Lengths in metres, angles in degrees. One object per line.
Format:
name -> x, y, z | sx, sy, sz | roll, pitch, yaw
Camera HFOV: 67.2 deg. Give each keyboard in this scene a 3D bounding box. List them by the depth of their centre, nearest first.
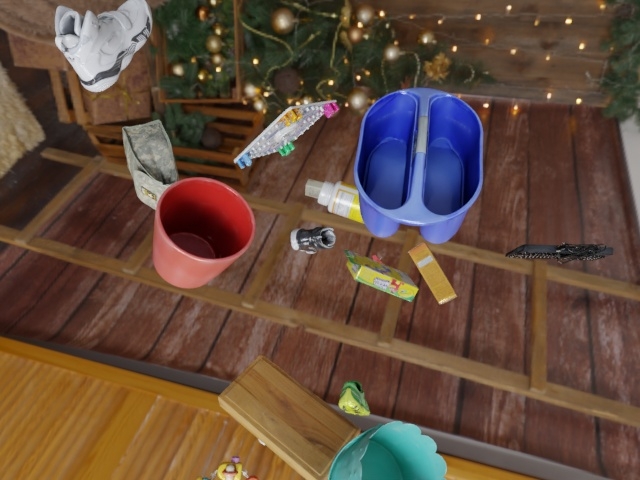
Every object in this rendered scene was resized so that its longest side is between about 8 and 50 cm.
keyboard -> 0.474, 0.034, 0.948 | 0.100, 0.192, 0.038 | 107, -17, -71

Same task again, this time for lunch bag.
lunch bag -> -0.615, -0.253, 1.792 | 0.287, 0.169, 0.235 | 62, -24, 16

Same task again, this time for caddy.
caddy -> 0.194, -0.158, 0.968 | 0.179, 0.241, 0.341 | 85, 14, -60

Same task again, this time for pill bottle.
pill bottle -> 0.105, -0.138, 1.703 | 0.117, 0.215, 0.117 | 20, 90, -84

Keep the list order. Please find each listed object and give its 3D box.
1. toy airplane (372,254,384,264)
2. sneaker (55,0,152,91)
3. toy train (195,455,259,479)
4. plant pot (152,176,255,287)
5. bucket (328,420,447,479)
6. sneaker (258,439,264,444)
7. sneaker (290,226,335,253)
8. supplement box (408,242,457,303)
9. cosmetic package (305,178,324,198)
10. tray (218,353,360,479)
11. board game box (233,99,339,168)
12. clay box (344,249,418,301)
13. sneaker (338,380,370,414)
toy airplane -> 0.224, 0.127, 2.193 | 0.028, 0.151, 0.151 | 6, 93, -77
sneaker -> -0.662, -0.658, 1.479 | 0.210, 0.137, 0.365 | 66, 43, -65
toy train -> -0.202, 0.551, 1.053 | 0.046, 0.166, 0.125 | 143, -74, -75
plant pot -> -0.353, -0.002, 1.367 | 0.243, 0.275, 0.275 | -47, -165, 47
bucket -> 0.163, 0.609, 1.204 | 0.183, 0.281, 0.281 | -45, -162, 49
sneaker -> -0.165, 0.657, 1.721 | 0.158, 0.061, 0.064 | -37, 153, -52
sneaker -> 0.000, 0.000, 1.937 | 0.269, 0.153, 0.101 | 6, 82, -65
supplement box -> 0.428, 0.126, 1.835 | 0.233, 0.080, 0.078 | 60, 13, 19
cosmetic package -> 0.000, -0.197, 1.898 | 0.060, 0.115, 0.041 | 97, 12, -49
tray -> -0.101, 0.553, 1.514 | 0.203, 0.411, 0.076 | -42, 152, -35
board game box -> -0.142, -0.468, 2.126 | 0.050, 0.390, 0.390 | 57, 36, 1
clay box -> 0.169, 0.102, 1.437 | 0.127, 0.222, 0.053 | -113, -134, -71
sneaker -> 0.145, 0.634, 1.941 | 0.295, 0.110, 0.123 | 68, 29, -62
